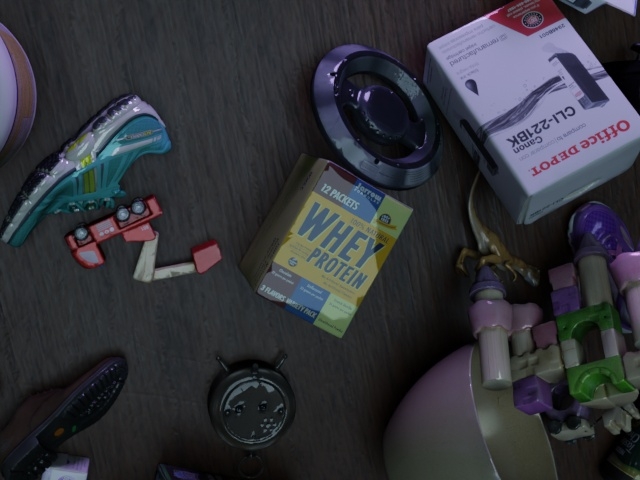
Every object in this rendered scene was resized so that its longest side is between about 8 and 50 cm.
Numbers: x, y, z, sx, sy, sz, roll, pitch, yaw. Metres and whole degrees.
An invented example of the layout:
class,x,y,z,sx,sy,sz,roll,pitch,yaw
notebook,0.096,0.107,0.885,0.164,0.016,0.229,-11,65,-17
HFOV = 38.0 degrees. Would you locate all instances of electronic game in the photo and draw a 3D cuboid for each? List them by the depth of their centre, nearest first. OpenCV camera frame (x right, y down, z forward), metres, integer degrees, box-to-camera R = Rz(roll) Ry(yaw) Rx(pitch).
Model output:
class,x,y,z,sx,sy,sz,roll,pitch,yaw
electronic game,0.084,-0.176,1.317,0.229,0.048,0.229,17,58,-29

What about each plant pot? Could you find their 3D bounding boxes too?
class,x,y,z,sx,sy,sz,roll,pitch,yaw
plant pot,0.204,0.309,1.374,0.191,0.284,0.284,-24,104,25

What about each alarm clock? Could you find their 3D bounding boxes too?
class,x,y,z,sx,sy,sz,roll,pitch,yaw
alarm clock,-0.102,0.267,1.391,0.129,0.064,0.192,-1,101,-11

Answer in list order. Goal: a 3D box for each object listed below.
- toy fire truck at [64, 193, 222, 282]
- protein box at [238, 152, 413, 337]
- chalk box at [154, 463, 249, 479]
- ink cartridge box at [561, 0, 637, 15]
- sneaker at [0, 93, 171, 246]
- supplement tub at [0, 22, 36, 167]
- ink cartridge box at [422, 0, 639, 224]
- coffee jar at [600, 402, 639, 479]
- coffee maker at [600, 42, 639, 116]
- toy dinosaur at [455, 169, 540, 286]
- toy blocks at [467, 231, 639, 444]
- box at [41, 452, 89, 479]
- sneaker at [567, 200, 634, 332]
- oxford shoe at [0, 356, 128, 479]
class,x,y,z,sx,sy,sz,roll,pitch,yaw
toy fire truck,-0.252,0.010,1.330,0.192,0.047,0.135,-25,103,-6
protein box,0.000,0.000,1.300,0.136,0.201,0.200,29,91,-13
chalk box,-0.168,0.432,1.325,0.288,0.180,0.179,13,83,-12
ink cartridge box,0.369,-0.432,1.347,0.208,0.045,0.206,23,61,-11
sneaker,-0.325,-0.080,1.279,0.275,0.107,0.110,-41,113,-3
supplement tub,-0.471,-0.177,1.114,0.241,0.331,0.241,-1,98,-11
ink cartridge box,0.298,-0.189,1.318,0.197,0.114,0.273,-28,72,-6
coffee jar,0.533,0.331,1.508,0.079,0.096,0.184,29,91,-11
coffee maker,0.465,-0.209,1.376,0.171,0.178,0.120,-32,102,-5
toy dinosaur,0.255,0.005,1.434,0.211,0.064,0.112,48,70,-23
toy blocks,0.398,0.108,1.366,0.288,0.260,0.309,-22,141,31
box,-0.401,0.475,1.356,0.063,0.067,0.324,12,96,-13
sneaker,0.474,0.046,1.453,0.095,0.104,0.236,-30,101,-5
oxford shoe,-0.374,0.235,1.318,0.227,0.096,0.083,-40,145,-23
